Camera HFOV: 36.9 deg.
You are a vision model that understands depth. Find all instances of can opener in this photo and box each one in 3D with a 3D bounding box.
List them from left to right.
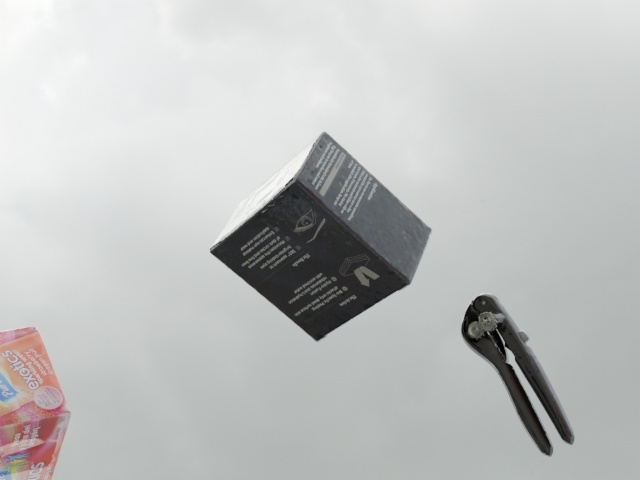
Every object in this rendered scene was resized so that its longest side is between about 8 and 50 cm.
[{"bbox_3d":[0.205,0.134,0.989,0.059,0.073,0.186,-44,-125,19],"label":"can opener"}]

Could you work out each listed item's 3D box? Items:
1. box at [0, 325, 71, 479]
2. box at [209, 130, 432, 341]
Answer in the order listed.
[{"bbox_3d":[-0.452,0.274,1.299,0.154,0.142,0.300,58,-41,33],"label":"box"},{"bbox_3d":[0.000,0.000,0.988,0.158,0.093,0.156,42,-46,-13],"label":"box"}]
